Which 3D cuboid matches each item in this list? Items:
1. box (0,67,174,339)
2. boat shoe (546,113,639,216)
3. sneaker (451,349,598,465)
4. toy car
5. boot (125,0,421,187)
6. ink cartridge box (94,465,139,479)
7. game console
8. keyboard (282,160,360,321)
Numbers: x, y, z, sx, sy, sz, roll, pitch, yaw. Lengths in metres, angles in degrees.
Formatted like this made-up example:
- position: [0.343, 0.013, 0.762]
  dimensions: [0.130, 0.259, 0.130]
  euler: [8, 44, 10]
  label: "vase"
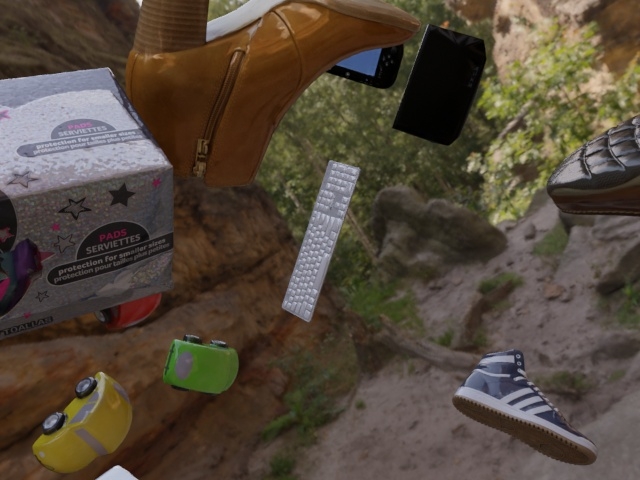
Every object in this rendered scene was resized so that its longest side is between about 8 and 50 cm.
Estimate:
- position: [-0.256, -0.025, 0.495]
  dimensions: [0.247, 0.163, 0.142]
  euler: [-17, -42, -27]
  label: "box"
- position: [0.344, -0.051, 0.526]
  dimensions: [0.122, 0.120, 0.324]
  euler: [-42, 18, -28]
  label: "boat shoe"
- position: [0.420, 0.318, 1.265]
  dimensions: [0.282, 0.099, 0.153]
  euler: [20, 53, 31]
  label: "sneaker"
- position: [-0.160, 0.125, 0.667]
  dimensions: [0.053, 0.238, 0.225]
  euler: [7, -9, 40]
  label: "toy car"
- position: [-0.051, -0.158, 0.668]
  dimensions: [0.295, 0.211, 0.104]
  euler: [-1, 32, -22]
  label: "boot"
- position: [-0.298, 0.460, 0.728]
  dimensions: [0.308, 0.091, 0.385]
  euler: [16, 32, 38]
  label: "ink cartridge box"
- position: [0.137, -0.340, 1.288]
  dimensions: [0.044, 0.361, 0.213]
  euler: [-16, -54, -70]
  label: "game console"
- position: [0.000, 0.000, 1.027]
  dimensions: [0.072, 0.014, 0.255]
  euler: [23, 96, 50]
  label: "keyboard"
